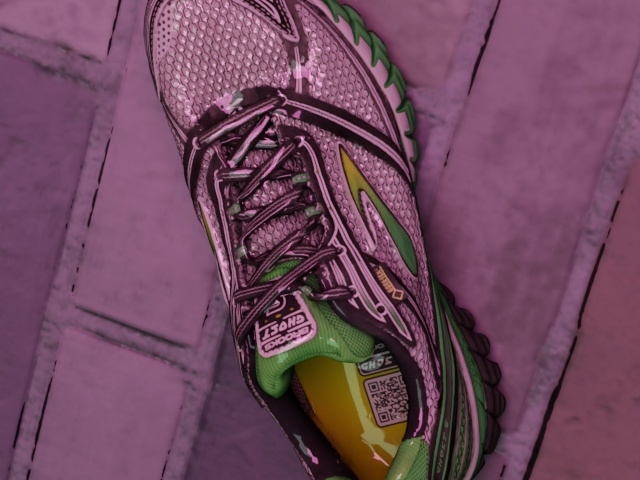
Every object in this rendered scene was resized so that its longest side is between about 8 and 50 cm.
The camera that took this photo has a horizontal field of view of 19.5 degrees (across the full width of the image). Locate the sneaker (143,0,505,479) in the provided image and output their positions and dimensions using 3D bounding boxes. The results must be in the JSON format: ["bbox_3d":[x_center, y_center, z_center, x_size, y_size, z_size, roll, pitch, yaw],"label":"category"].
[{"bbox_3d":[0.000,0.000,1.029,0.134,0.146,0.344,-25,96,20],"label":"sneaker"}]
